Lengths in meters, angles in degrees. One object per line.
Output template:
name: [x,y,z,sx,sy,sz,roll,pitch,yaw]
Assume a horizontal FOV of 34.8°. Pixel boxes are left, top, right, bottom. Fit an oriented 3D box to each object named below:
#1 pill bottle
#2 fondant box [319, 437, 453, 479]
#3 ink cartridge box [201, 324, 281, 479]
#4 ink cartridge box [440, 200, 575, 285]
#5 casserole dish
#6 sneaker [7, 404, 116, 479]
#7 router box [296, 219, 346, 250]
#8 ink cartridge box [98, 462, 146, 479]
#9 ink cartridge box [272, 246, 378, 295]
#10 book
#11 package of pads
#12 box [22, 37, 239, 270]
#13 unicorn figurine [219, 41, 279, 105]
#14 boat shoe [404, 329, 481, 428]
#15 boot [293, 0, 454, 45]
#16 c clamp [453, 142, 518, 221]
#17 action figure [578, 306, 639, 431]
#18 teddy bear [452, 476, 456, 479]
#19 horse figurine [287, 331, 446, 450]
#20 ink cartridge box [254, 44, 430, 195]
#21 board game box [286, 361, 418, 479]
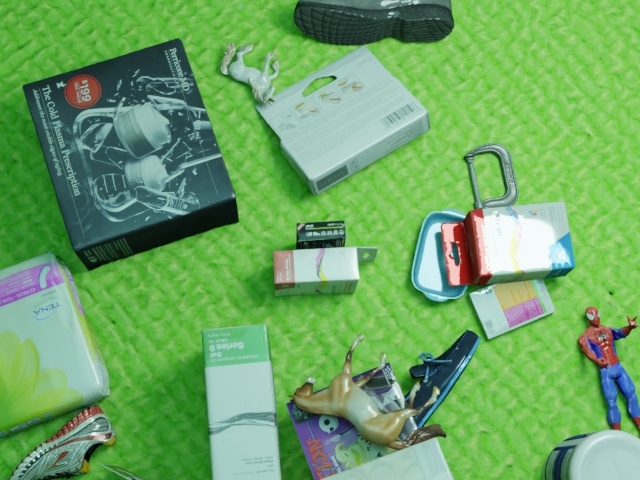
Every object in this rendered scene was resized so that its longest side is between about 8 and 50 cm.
pill bottle: [0.480,0.414,1.788,0.153,0.264,0.153,0,77,-2]
fondant box: [0.084,0.501,1.692,0.330,0.096,0.238,-20,68,-2]
ink cartridge box: [-0.138,0.310,1.816,0.122,0.211,0.289,-5,76,-4]
ink cartridge box: [0.354,0.008,1.944,0.231,0.078,0.134,-6,75,-4]
casserole dish: [0.241,0.031,1.992,0.114,0.037,0.188,14,77,1]
sneaker: [-0.470,0.400,1.846,0.225,0.088,0.092,-39,82,-10]
router box: [0.000,0.000,1.946,0.092,0.122,0.038,-3,72,-3]
ink cartridge box: [-0.281,0.490,1.779,0.255,0.189,0.097,27,78,6]
ink cartridge box: [0.010,0.059,1.935,0.198,0.115,0.067,-3,75,-2]
book: [0.370,0.122,1.977,0.144,0.035,0.096,-21,81,-7]
package of pads: [-0.536,0.189,1.890,0.229,0.101,0.296,-21,78,-6]
box: [-0.355,-0.162,1.945,0.312,0.179,0.343,-19,78,-8]
unicorn figurine: [-0.130,-0.335,2.064,0.162,0.060,0.111,21,76,20]
boat shoe: [0.198,0.262,1.898,0.089,0.109,0.258,36,76,13]
boot: [0.108,-0.524,2.101,0.338,0.118,0.222,1,69,-10]
c clamp: [0.327,-0.119,2.040,0.137,0.022,0.160,-3,77,-3]
action figure: [0.559,0.249,1.903,0.091,0.139,0.280,-15,75,-7]
teddy bear: [0.141,0.517,1.842,0.338,0.113,0.245,25,71,12]
horse figurine: [0.093,0.286,1.794,0.263,0.066,0.174,36,70,19]
ink cartridge box: [0.041,-0.245,2.044,0.275,0.060,0.239,-30,54,-9]
board game box: [0.095,0.411,1.802,0.208,0.056,0.347,-23,68,0]
